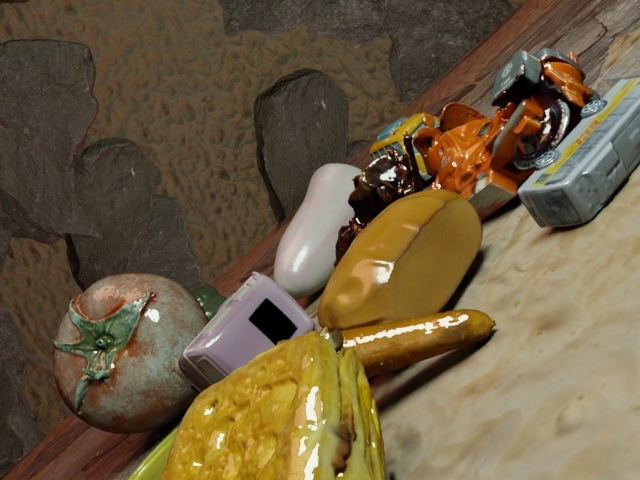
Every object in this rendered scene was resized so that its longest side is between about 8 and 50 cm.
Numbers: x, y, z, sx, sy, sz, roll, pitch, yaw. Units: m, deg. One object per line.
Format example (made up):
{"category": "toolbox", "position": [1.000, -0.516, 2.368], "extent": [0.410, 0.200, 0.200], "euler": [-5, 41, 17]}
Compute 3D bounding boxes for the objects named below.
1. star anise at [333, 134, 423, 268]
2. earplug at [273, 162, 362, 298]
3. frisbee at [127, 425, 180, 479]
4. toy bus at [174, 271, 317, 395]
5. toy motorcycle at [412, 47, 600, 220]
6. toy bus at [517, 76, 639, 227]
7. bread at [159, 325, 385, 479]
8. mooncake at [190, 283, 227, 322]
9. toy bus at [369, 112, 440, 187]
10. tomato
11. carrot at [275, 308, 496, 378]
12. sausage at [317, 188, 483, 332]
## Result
{"category": "star anise", "position": [0.096, -0.033, 0.980], "extent": [0.190, 0.126, 0.220], "euler": [-47, -17, -22]}
{"category": "earplug", "position": [0.000, 0.000, 1.233], "extent": [0.172, 0.172, 0.301], "euler": [-33, 20, 46]}
{"category": "frisbee", "position": [-0.253, 0.364, 0.979], "extent": [0.236, 0.017, 0.236], "euler": [-41, 9, 8]}
{"category": "toy bus", "position": [-0.108, 0.156, 0.953], "extent": [0.202, 0.142, 0.142], "euler": [-50, 6, -36]}
{"category": "toy motorcycle", "position": [0.234, -0.136, 0.840], "extent": [0.325, 0.148, 0.221], "euler": [-46, 27, 55]}
{"category": "toy bus", "position": [0.292, -0.092, 0.639], "extent": [0.190, 0.064, 0.075], "euler": [-45, 21, -17]}
{"category": "bread", "position": [-0.040, 0.198, 0.473], "extent": [0.210, 0.099, 0.235], "euler": [-36, 30, 32]}
{"category": "mooncake", "position": [-0.273, 0.184, 1.466], "extent": [0.104, 0.168, 0.175], "euler": [-46, 24, -29]}
{"category": "toy bus", "position": [0.193, -0.192, 1.306], "extent": [0.126, 0.136, 0.209], "euler": [-45, 10, -14]}
{"category": "tomato", "position": [-0.365, 0.220, 1.217], "extent": [0.317, 0.316, 0.282], "euler": [-42, -22, 4]}
{"category": "carrot", "position": [0.062, 0.101, 0.582], "extent": [0.210, 0.061, 0.061], "euler": [-15, 15, 11]}
{"category": "sausage", "position": [0.091, 0.034, 0.701], "extent": [0.136, 0.120, 0.241], "euler": [-19, 25, 50]}
